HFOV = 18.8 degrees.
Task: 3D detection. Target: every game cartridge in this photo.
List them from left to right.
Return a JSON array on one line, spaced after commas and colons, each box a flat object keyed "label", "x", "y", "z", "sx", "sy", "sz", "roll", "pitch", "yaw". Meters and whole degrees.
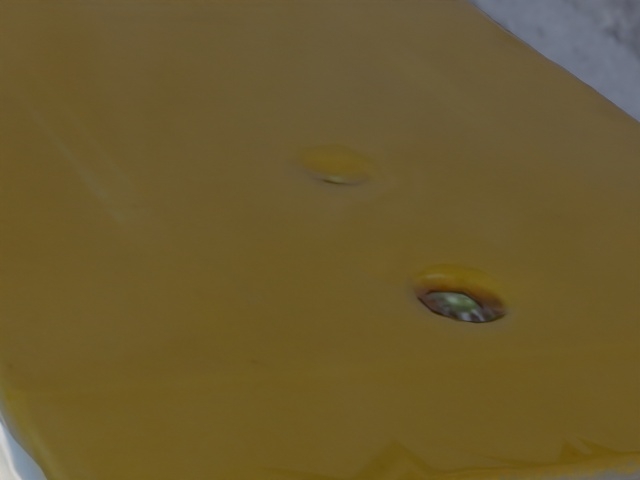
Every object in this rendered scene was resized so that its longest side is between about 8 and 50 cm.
[{"label": "game cartridge", "x": 0.000, "y": 0.000, "z": 0.590, "sx": 0.324, "sy": 0.285, "sz": 0.053, "roll": 46, "pitch": 131, "yaw": 52}]
